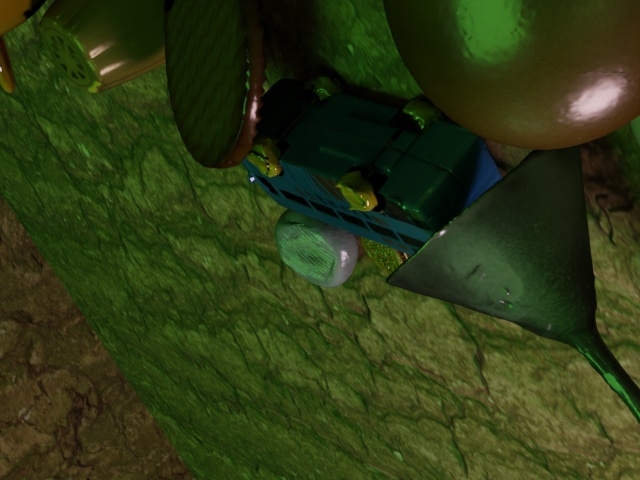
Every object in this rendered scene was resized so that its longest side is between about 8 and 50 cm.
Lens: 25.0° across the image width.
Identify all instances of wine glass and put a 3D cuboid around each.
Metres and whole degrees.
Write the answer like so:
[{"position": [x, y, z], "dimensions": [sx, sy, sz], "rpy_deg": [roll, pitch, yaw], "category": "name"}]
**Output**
[{"position": [0.293, 0.114, 1.552], "dimensions": [0.406, 0.267, 0.267], "rpy_deg": [52, 158, 10], "category": "wine glass"}]

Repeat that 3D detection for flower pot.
[{"position": [-0.298, -0.313, 2.069], "dimensions": [0.195, 0.179, 0.195], "rpy_deg": [40, 157, 21], "category": "flower pot"}]

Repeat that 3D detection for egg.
[{"position": [0.192, -0.245, 1.179], "dimensions": [0.282, 0.282, 0.351], "rpy_deg": [32, 123, 31], "category": "egg"}]

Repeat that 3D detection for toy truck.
[{"position": [0.050, -0.094, 1.850], "dimensions": [0.385, 0.161, 0.162], "rpy_deg": [21, 155, 44], "category": "toy truck"}]

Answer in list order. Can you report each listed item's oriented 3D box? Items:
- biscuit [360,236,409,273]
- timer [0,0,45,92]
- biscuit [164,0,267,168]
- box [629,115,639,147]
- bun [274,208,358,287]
[{"position": [0.095, 0.014, 2.110], "dimensions": [0.084, 0.023, 0.084], "rpy_deg": [39, 155, 22], "category": "biscuit"}, {"position": [-0.507, -0.406, 2.046], "dimensions": [0.376, 0.376, 0.387], "rpy_deg": [-20, 89, 65], "category": "timer"}, {"position": [-0.140, -0.250, 1.880], "dimensions": [0.318, 0.040, 0.318], "rpy_deg": [174, 90, -66], "category": "biscuit"}, {"position": [0.440, -0.059, 1.250], "dimensions": [0.349, 0.141, 0.289], "rpy_deg": [49, 156, -2], "category": "box"}, {"position": [0.000, 0.000, 2.181], "dimensions": [0.141, 0.083, 0.141], "rpy_deg": [28, 144, 23], "category": "bun"}]
